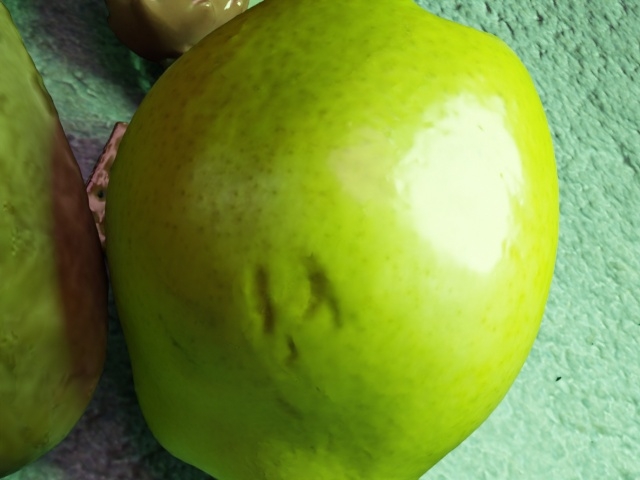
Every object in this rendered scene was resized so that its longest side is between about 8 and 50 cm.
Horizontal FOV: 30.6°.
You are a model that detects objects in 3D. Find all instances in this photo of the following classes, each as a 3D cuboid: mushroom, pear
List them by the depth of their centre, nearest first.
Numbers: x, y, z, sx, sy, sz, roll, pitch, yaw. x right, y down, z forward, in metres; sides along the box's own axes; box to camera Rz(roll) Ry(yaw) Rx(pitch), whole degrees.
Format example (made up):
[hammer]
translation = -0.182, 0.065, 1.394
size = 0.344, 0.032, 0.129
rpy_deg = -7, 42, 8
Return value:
[mushroom]
translation = -0.307, -0.026, 0.821
size = 0.224, 0.313, 0.397
rpy_deg = -28, 76, 5
[pear]
translation = 0.007, 0.004, 0.930
size = 0.362, 0.418, 0.362
rpy_deg = 18, 7, -2

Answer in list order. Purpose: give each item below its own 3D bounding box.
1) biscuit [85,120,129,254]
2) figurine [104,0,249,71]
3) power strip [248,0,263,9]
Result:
[biscuit]
translation = -0.126, -0.018, 1.093
size = 0.203, 0.016, 0.144
rpy_deg = 26, 64, -11
[figurine]
translation = -0.136, -0.287, 1.136
size = 0.166, 0.207, 0.387
rpy_deg = -12, 82, -11
[power strip]
translation = -0.063, -0.209, 1.256
size = 0.213, 0.064, 0.198
rpy_deg = -2, 64, -17
